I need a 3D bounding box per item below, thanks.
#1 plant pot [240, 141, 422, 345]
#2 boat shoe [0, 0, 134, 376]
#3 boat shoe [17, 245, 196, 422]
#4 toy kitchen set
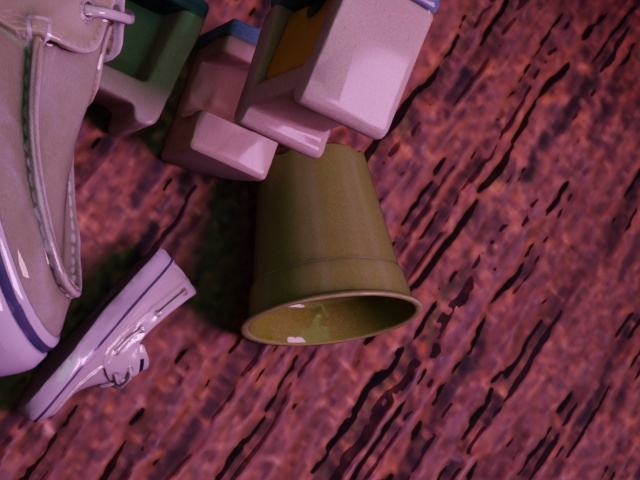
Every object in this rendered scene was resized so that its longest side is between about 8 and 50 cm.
[{"bbox_3d":[0.000,0.000,0.873,0.083,0.083,0.079,1,70,-27],"label":"plant pot"},{"bbox_3d":[-0.118,-0.100,0.708,0.094,0.109,0.302,-11,72,2],"label":"boat shoe"},{"bbox_3d":[-0.092,0.048,0.840,0.035,0.035,0.100,46,60,-11],"label":"boat shoe"},{"bbox_3d":[-0.074,-0.126,0.794,0.207,0.166,0.122,24,74,-22],"label":"toy kitchen set"}]
